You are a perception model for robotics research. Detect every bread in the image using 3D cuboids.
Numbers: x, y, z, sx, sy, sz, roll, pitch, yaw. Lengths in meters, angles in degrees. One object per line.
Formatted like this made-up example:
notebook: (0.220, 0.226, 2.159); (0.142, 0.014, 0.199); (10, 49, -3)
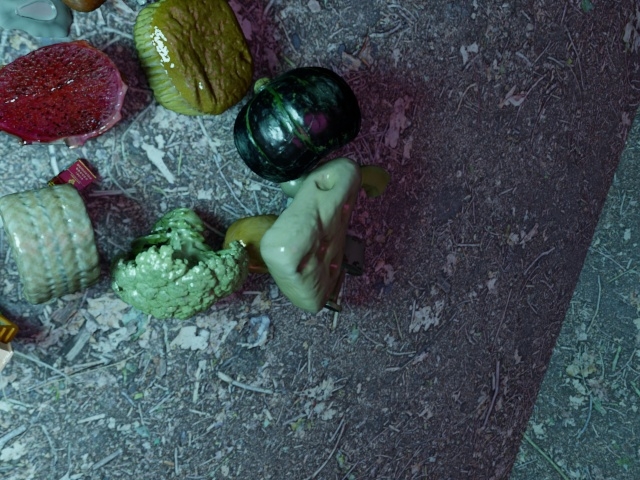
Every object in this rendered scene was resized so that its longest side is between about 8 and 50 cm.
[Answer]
bread: (-0.271, -0.397, 1.097); (0.227, 0.142, 0.253); (-37, 120, -32)

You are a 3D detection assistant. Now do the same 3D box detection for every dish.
dish: (-0.536, -0.428, 0.953); (0.137, 0.039, 0.091); (-16, 112, -34)

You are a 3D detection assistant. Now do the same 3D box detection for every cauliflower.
cauliflower: (-0.323, 0.049, 1.154); (0.275, 0.272, 0.250); (19, 53, -39)

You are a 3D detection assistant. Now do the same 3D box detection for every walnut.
walnut: (-0.151, 0.008, 1.284); (0.206, 0.159, 0.159); (-7, 107, -44)

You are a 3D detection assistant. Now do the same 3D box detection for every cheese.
cheese: (0.000, 0.000, 1.254); (0.351, 0.129, 0.328); (-57, 153, -33)

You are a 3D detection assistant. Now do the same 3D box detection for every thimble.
thimble: (-0.516, 0.007, 0.986); (0.148, 0.196, 0.229); (-18, 127, -30)

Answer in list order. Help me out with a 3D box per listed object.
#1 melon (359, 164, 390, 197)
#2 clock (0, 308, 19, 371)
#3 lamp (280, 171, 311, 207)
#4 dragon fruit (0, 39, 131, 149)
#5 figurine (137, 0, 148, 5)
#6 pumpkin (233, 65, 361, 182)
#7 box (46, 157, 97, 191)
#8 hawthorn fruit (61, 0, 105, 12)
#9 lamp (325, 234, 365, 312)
melon: (0.115, -0.164, 1.496); (0.209, 0.064, 0.118); (-6, 105, -38)
clock: (-0.674, 0.133, 0.896); (0.255, 0.219, 0.106); (38, 82, -38)
lamp: (-0.071, -0.116, 1.365); (0.091, 0.091, 0.163); (-5, 122, -35)
dragon fruit: (-0.501, -0.272, 0.985); (0.274, 0.126, 0.161); (-23, 152, -8)
figurine: (-0.382, -0.533, 1.033); (0.060, 0.047, 0.106); (-38, 128, -3)
pumpkin: (-0.063, -0.280, 1.193); (0.315, 0.315, 0.238); (-40, 106, -21)
box: (-0.518, -0.126, 1.063); (0.082, 0.023, 0.051); (-46, 123, -18)
hawthorn fruit: (-0.428, -0.506, 0.906); (0.162, 0.203, 0.163); (-3, 97, -31)
lamp: (0.060, 0.096, 1.486); (0.121, 0.121, 0.215); (34, 71, -37)
